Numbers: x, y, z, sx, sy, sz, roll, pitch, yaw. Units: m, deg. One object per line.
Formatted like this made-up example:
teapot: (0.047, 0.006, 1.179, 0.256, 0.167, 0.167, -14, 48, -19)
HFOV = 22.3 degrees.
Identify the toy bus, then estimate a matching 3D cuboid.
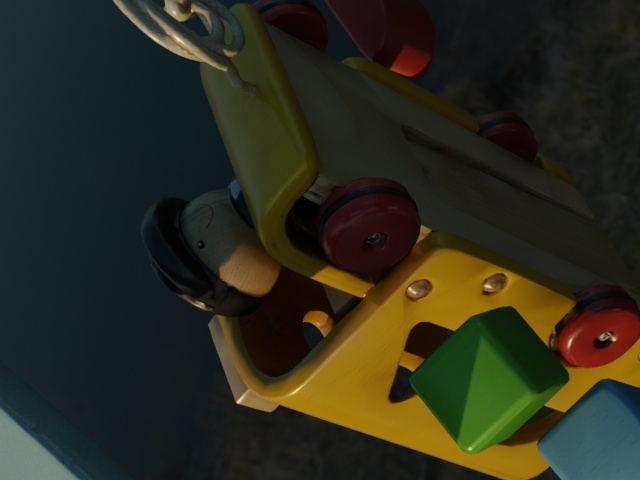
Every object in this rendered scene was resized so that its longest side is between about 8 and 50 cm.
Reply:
toy bus: (0.010, 0.007, 0.504, 0.104, 0.202, 0.191, -47, -4, 23)

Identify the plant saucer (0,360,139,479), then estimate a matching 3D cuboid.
plant saucer: (-0.059, 0.081, 0.422, 0.192, 0.018, 0.067, 34, 133, 38)
